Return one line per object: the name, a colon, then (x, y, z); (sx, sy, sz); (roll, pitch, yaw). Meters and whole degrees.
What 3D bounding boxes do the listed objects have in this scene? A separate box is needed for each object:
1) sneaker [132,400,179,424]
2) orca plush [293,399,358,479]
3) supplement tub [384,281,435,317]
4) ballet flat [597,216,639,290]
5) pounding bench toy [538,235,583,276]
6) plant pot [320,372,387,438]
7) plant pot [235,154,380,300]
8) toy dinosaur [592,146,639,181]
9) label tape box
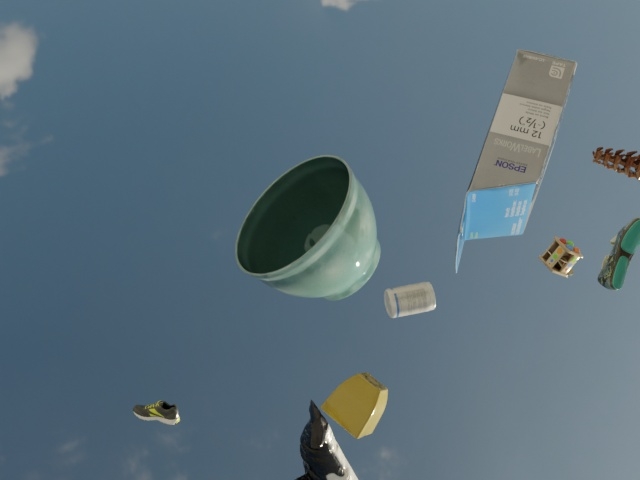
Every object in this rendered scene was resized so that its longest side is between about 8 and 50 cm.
sneaker: (-0.280, 0.289, 1.175); (0.083, 0.035, 0.031); (9, -162, 4)
orca plush: (0.000, 0.398, 1.148); (0.102, 0.287, 0.151); (-33, -124, -15)
supplement tub: (0.208, 0.139, 1.604); (0.107, 0.071, 0.071); (-9, -135, -8)
ballet flat: (0.721, 0.028, 1.658); (0.070, 0.070, 0.188); (24, -96, 25)
pounding bench toy: (0.517, 0.035, 1.440); (0.083, 0.065, 0.052); (17, -152, -32)
plant pot: (0.065, 0.266, 1.137); (0.081, 0.081, 0.083); (36, -83, 23)
plant pot: (0.000, 0.000, 1.392); (0.293, 0.196, 0.293); (-29, -142, 25)
toy dinosaur: (0.537, -0.122, 0.879); (0.321, 0.219, 0.164); (-9, -160, 0)
label tape box: (0.340, -0.119, 1.218); (0.115, 0.249, 0.348); (16, -105, 16)
